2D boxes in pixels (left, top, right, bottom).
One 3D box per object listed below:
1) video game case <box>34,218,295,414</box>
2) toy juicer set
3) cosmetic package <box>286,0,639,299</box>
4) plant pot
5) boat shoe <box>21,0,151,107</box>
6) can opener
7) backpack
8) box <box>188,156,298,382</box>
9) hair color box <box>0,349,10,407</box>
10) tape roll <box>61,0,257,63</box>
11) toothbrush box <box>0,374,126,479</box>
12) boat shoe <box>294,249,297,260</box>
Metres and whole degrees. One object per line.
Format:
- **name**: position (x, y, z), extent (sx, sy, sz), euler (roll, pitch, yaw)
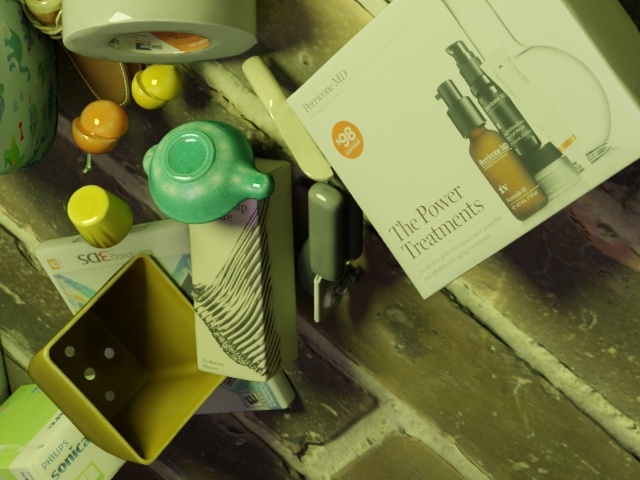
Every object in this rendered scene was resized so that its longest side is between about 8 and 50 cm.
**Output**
- **video game case**: position (-0.228, 0.121, 2.059), extent (0.300, 0.036, 0.329), euler (-9, 121, 36)
- **toy juicer set**: position (-0.149, -0.120, 1.705), extent (0.329, 0.209, 0.089), euler (-13, 158, 11)
- **cosmetic package**: position (0.168, -0.142, 1.513), extent (0.377, 0.097, 0.284), euler (-38, 83, 45)
- **plant pot**: position (-0.286, 0.175, 1.983), extent (0.212, 0.212, 0.187), euler (50, 148, -14)
- **boat shoe**: position (-0.309, -0.297, 1.698), extent (0.122, 0.120, 0.324), euler (0, 125, 31)
- **can opener**: position (0.000, 0.000, 1.759), extent (0.095, 0.076, 0.283), euler (32, 151, 21)
- **backpack**: position (-0.446, -0.186, 1.716), extent (0.355, 0.273, 0.290), euler (-176, 81, -76)
- **box**: position (-0.099, 0.035, 1.813), extent (0.113, 0.094, 0.275), euler (7, 111, 27)
- **hair color box**: position (-0.605, 0.218, 2.260), extent (0.113, 0.185, 0.374), euler (17, 133, 19)
- **tape roll**: position (-0.180, -0.255, 1.589), extent (0.219, 0.219, 0.072), euler (-4, 84, 34)
- **toothbrush box**: position (-0.428, 0.325, 2.203), extent (0.283, 0.206, 0.122), euler (-15, 117, 47)
- **boat shoe**: position (-0.097, 0.020, 1.891), extent (0.137, 0.043, 0.049), euler (4, 110, 29)
